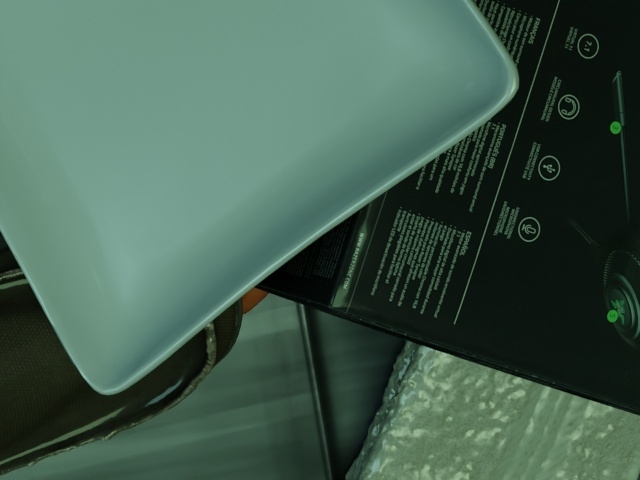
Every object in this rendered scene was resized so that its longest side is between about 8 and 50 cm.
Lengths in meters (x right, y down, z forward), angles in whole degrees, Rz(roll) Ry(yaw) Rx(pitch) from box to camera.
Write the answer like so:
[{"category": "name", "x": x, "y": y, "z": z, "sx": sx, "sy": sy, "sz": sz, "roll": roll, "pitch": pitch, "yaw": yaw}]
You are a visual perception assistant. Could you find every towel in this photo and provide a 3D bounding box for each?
[{"category": "towel", "x": 0.127, "y": 0.120, "z": 0.893, "sx": 0.187, "sy": 0.049, "sz": 0.282, "roll": 16, "pitch": 104, "yaw": -18}]

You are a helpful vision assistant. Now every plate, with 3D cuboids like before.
[{"category": "plate", "x": -0.075, "y": -0.106, "z": 0.676, "sx": 0.278, "sy": 0.045, "sz": 0.277, "roll": -37, "pitch": 78, "yaw": 23}]

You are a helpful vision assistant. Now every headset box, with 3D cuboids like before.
[{"category": "headset box", "x": 0.142, "y": -0.043, "z": 0.759, "sx": 0.283, "sy": 0.131, "sz": 0.246, "roll": 18, "pitch": 88, "yaw": -21}]

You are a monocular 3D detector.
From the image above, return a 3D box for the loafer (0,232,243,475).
[{"category": "loafer", "x": -0.216, "y": 0.094, "z": 0.750, "sx": 0.366, "sy": 0.130, "sz": 0.133, "roll": -19, "pitch": 112, "yaw": 0}]

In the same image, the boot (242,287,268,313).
[{"category": "boot", "x": 0.000, "y": 0.000, "z": 0.820, "sx": 0.158, "sy": 0.059, "sz": 0.084, "roll": -45, "pitch": 117, "yaw": 4}]
